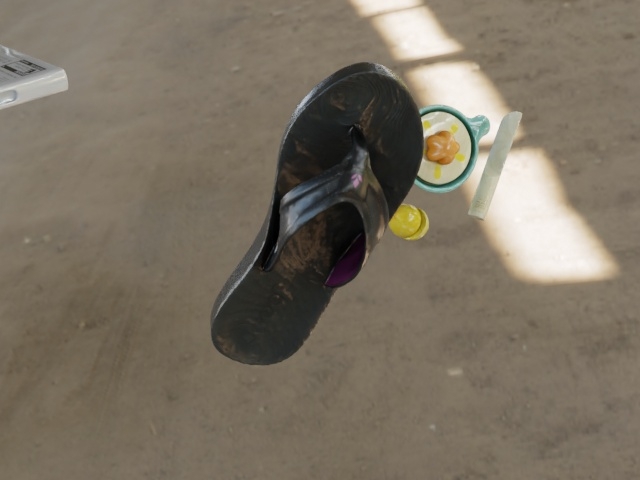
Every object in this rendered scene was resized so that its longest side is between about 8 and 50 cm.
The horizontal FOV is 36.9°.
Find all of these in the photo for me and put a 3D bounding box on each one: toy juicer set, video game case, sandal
[{"bbox_3d":[0.179,-0.103,1.473,0.329,0.209,0.089,0,3,-21],"label":"toy juicer set"},{"bbox_3d":[-0.352,-0.137,0.861,0.183,0.023,0.201,-24,32,-31],"label":"video game case"},{"bbox_3d":[0.002,0.002,1.139,0.167,0.446,0.107,13,34,-20],"label":"sandal"}]
